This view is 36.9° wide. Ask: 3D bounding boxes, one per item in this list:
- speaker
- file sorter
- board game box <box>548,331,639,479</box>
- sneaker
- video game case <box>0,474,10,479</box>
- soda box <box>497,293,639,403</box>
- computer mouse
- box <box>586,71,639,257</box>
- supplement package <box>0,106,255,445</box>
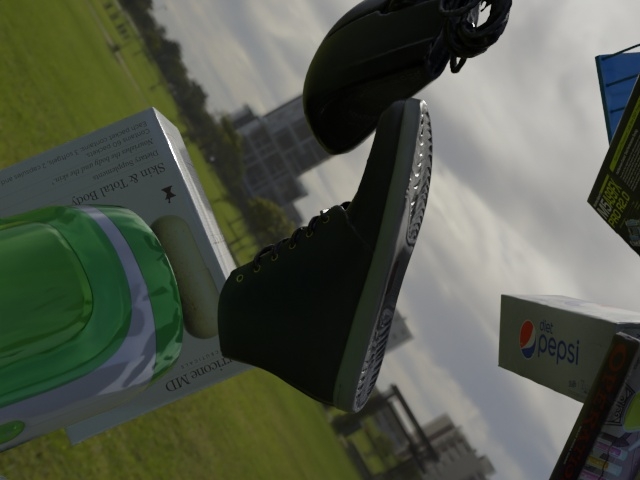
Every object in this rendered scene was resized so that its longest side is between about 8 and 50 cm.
[{"bbox_3d":[-0.225,0.066,0.499,0.131,0.297,0.131,24,-58,45],"label":"speaker"},{"bbox_3d":[0.485,-0.196,1.377,0.104,0.118,0.170,169,-88,-68],"label":"file sorter"},{"bbox_3d":[0.243,0.265,0.702,0.208,0.346,0.056,23,2,-10],"label":"board game box"},{"bbox_3d":[0.000,0.000,0.666,0.118,0.222,0.083,17,7,16],"label":"sneaker"},{"bbox_3d":[-0.331,0.235,0.690,0.285,0.204,0.025,21,-16,23],"label":"video game case"},{"bbox_3d":[0.300,0.121,1.097,0.286,0.091,0.098,-170,-98,-77],"label":"soda box"},{"bbox_3d":[0.057,-0.166,0.756,0.072,0.188,0.272,31,-36,-15],"label":"computer mouse"},{"bbox_3d":[0.353,-0.031,0.854,0.216,0.060,0.270,52,-10,21],"label":"box"},{"bbox_3d":[-0.196,0.032,0.979,0.198,0.199,0.262,-154,-139,-87],"label":"supplement package"}]
